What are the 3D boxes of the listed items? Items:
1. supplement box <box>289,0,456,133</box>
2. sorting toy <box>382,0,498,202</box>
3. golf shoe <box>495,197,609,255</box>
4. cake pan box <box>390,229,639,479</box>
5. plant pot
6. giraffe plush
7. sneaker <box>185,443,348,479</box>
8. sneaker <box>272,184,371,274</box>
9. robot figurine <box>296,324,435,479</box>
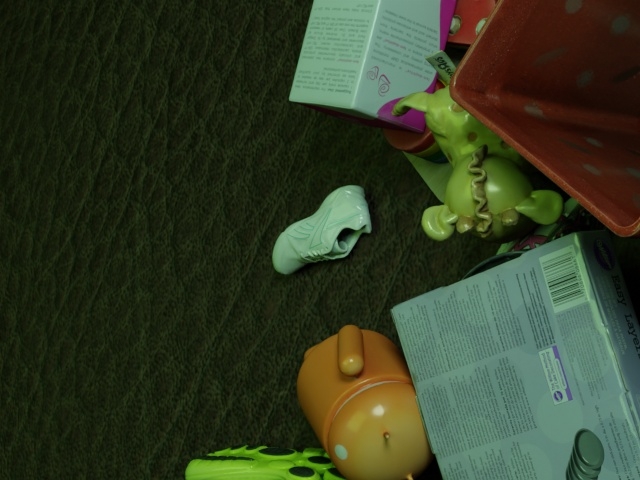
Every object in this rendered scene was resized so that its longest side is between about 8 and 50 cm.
[{"bbox_3d":[0.064,-0.236,1.784,0.114,0.111,0.220,11,86,48],"label":"supplement box"},{"bbox_3d":[0.138,-0.217,1.850,0.257,0.089,0.255,-53,46,21],"label":"sorting toy"},{"bbox_3d":[0.221,0.006,1.706,0.186,0.067,0.086,-50,45,24],"label":"golf shoe"},{"bbox_3d":[0.205,0.141,1.632,0.245,0.070,0.267,-26,76,38],"label":"cake pan box"},{"bbox_3d":[0.330,-0.156,1.509,0.267,0.235,0.267,45,111,42],"label":"plant pot"},{"bbox_3d":[0.176,-0.073,1.665,0.181,0.210,0.170,-28,54,36],"label":"giraffe plush"},{"bbox_3d":[-0.026,0.301,1.873,0.295,0.109,0.123,2,105,44],"label":"sneaker"},{"bbox_3d":[0.000,0.000,1.958,0.152,0.053,0.061,-41,54,30],"label":"sneaker"},{"bbox_3d":[0.050,0.177,1.771,0.158,0.128,0.219,-71,26,21],"label":"robot figurine"}]
